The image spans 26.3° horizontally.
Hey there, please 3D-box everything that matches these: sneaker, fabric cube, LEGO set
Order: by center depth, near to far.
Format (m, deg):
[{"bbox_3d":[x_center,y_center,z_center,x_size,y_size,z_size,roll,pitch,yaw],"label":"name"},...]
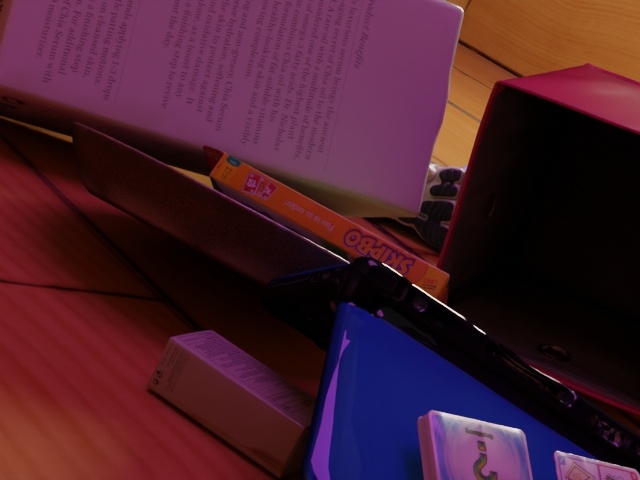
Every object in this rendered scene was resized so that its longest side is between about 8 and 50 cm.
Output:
[{"bbox_3d":[0.172,0.198,0.791,0.244,0.060,0.182,18,52,-32],"label":"LEGO set"},{"bbox_3d":[0.295,-0.013,1.380,0.254,0.259,0.258,24,20,22],"label":"fabric cube"},{"bbox_3d":[0.133,-0.054,1.667,0.275,0.107,0.110,26,5,2],"label":"sneaker"}]

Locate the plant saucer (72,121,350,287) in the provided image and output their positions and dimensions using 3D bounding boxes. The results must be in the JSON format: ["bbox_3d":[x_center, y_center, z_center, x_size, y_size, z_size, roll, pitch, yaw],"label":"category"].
[{"bbox_3d":[-0.073,-0.004,1.119,0.311,0.050,0.310,29,-3,1],"label":"plant saucer"}]

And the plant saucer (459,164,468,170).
[{"bbox_3d":[0.260,-0.086,1.947,0.195,0.037,0.195,-18,13,4],"label":"plant saucer"}]

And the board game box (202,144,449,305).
[{"bbox_3d":[0.000,0.000,1.279,0.259,0.039,0.124,31,-15,14],"label":"board game box"}]

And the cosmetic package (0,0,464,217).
[{"bbox_3d":[-0.102,-0.186,1.369,0.453,0.230,0.161,17,-8,-25],"label":"cosmetic package"}]

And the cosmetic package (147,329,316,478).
[{"bbox_3d":[-0.051,0.108,0.917,0.115,0.041,0.060,32,14,22],"label":"cosmetic package"}]

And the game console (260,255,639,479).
[{"bbox_3d":[0.088,0.157,0.910,0.293,0.173,0.250,34,-19,-17],"label":"game console"}]
